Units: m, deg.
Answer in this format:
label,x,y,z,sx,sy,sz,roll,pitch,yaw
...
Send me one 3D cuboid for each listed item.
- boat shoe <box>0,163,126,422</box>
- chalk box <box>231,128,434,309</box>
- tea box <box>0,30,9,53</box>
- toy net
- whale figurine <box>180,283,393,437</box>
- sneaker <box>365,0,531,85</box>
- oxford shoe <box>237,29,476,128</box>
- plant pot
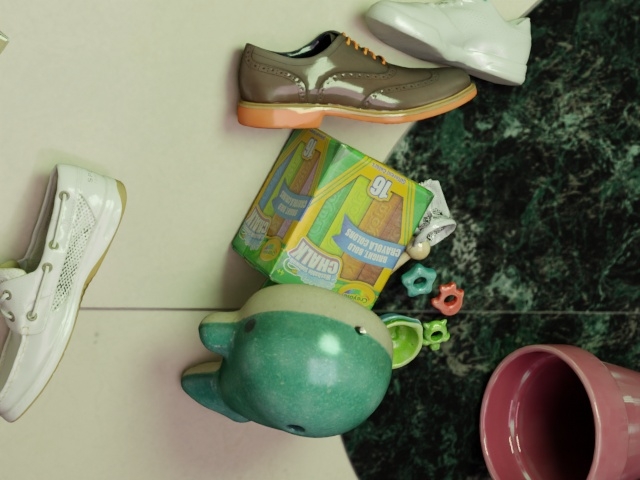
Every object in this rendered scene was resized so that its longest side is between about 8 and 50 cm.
label,x,y,z,sx,sy,sz,roll,pitch,yaw
boat shoe,-0.299,0.050,1.755,0.096,0.098,0.277,24,86,-26
chalk box,0.000,0.000,1.836,0.132,0.132,0.213,26,94,-27
tea box,-0.519,-0.154,1.532,0.323,0.220,0.329,35,91,-26
toy net,0.121,0.041,1.915,0.122,0.045,0.232,0,122,-19
whale figurine,-0.045,0.153,1.798,0.216,0.272,0.141,30,53,-28
sneaker,0.144,-0.243,1.864,0.212,0.080,0.094,16,88,-32
oxford shoe,0.043,-0.178,1.823,0.271,0.097,0.098,-6,103,-19
plant pot,0.320,0.223,2.011,0.180,0.201,0.201,1,105,-39
